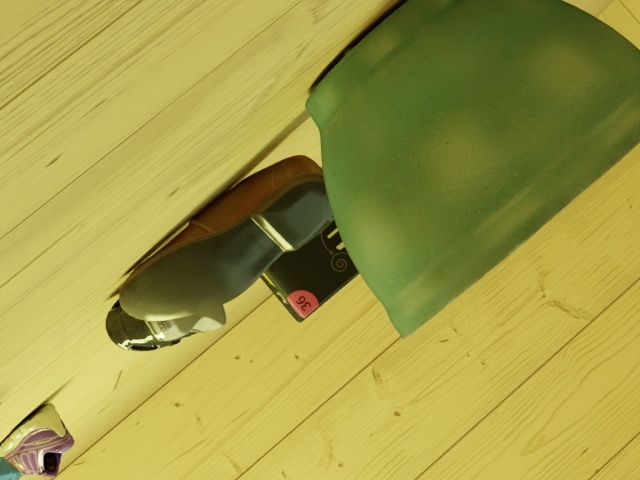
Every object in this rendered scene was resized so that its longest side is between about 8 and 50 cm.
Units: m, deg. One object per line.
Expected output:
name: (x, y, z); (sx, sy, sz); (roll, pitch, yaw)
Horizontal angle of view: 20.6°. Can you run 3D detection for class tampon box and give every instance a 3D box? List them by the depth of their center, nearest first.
tampon box: (0.000, 0.000, 2.076); (0.161, 0.120, 0.101); (-40, 178, -8)

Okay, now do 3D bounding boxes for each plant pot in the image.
plant pot: (0.113, -0.091, 1.380); (0.293, 0.196, 0.293); (-40, 178, -2)

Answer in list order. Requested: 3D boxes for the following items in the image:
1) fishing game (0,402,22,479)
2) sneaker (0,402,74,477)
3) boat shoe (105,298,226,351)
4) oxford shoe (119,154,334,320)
fishing game: (-0.323, 0.284, 1.591); (0.189, 0.041, 0.264); (-37, 137, -46)
sneaker: (-0.339, 0.255, 2.039); (0.068, 0.071, 0.170); (-38, 177, -42)
boat shoe: (-0.150, 0.068, 1.675); (0.076, 0.080, 0.228); (-23, -177, 10)
oxford shoe: (-0.084, -0.002, 1.533); (0.212, 0.076, 0.076); (-31, -142, 3)
